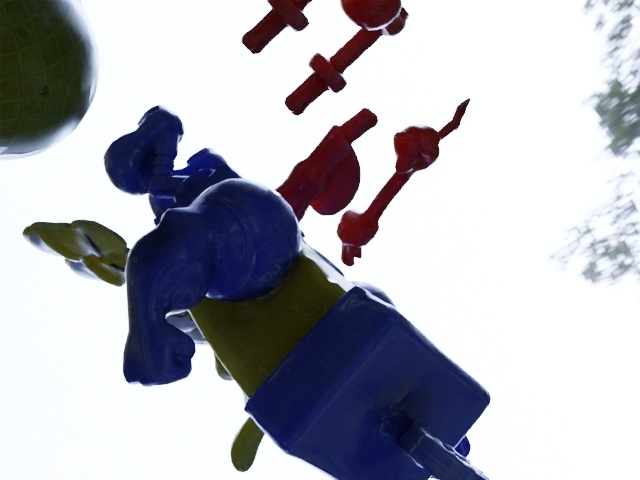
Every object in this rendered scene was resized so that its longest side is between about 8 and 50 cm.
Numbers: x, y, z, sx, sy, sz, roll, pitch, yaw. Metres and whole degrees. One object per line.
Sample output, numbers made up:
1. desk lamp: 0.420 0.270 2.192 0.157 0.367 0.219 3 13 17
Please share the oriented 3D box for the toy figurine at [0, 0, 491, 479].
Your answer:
1. toy figurine: 0.000 0.000 0.618 0.191 0.362 0.217 -42 -123 2
